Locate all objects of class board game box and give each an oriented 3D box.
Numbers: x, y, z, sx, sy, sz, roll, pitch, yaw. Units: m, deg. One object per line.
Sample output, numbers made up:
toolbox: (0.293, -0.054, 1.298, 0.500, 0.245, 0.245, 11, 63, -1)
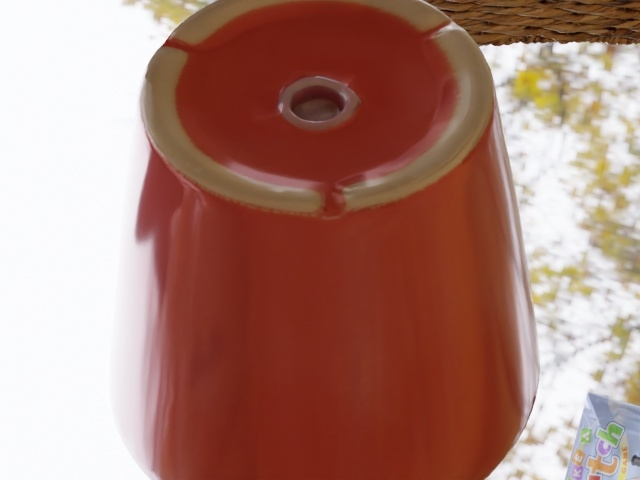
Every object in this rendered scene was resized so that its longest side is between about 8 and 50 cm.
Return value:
board game box: (0.335, 0.253, 1.762, 0.039, 0.211, 0.160, 16, -92, -39)

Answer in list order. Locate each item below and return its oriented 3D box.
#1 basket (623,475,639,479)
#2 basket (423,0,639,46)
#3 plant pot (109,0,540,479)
basket: (0.161, 0.135, 0.545, 0.103, 0.167, 0.113, 28, -120, -28)
basket: (0.191, -0.310, 1.532, 0.299, 0.223, 0.213, -3, -114, -18)
plant pot: (0.000, 0.000, 1.031, 0.275, 0.275, 0.243, -26, -38, -22)
